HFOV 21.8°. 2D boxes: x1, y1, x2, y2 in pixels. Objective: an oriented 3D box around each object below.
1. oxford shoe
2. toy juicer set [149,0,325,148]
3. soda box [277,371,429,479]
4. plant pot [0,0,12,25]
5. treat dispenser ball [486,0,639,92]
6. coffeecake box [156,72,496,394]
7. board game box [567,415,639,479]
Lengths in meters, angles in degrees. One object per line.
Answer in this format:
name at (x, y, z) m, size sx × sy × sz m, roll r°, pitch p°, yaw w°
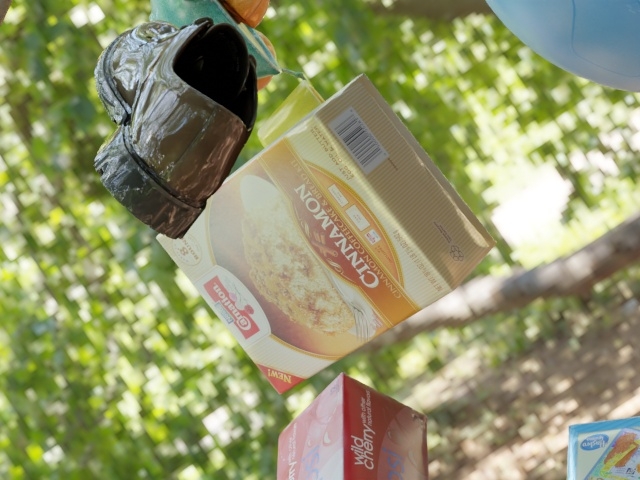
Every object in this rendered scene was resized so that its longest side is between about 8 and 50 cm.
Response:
oxford shoe at (-0.072, -0.085, 0.947) m, size 0.096 × 0.083 × 0.227 m, roll -49°, pitch 25°, yaw 13°
toy juicer set at (-0.096, -0.201, 1.324) m, size 0.089 × 0.209 × 0.329 m, roll -39°, pitch -43°, yaw 7°
soda box at (0.023, 0.225, 1.179) m, size 0.092 × 0.083 × 0.263 m, roll -46°, pitch 27°, yaw 32°
plant pot at (-0.201, -0.088, 0.624) m, size 0.167 × 0.167 × 0.165 m, roll -35°, pitch -4°, yaw -21°
treat dispenser ball at (0.228, -0.240, 1.085) m, size 0.288 × 0.288 × 0.288 m, roll -34°, pitch 2°, yaw 1°
coffeecake box at (0.000, 0.000, 1.107) m, size 0.185 × 0.142 × 0.068 m, roll -35°, pitch 5°, yaw 43°
board game box at (0.172, 0.118, 0.671) m, size 0.154 × 0.026 × 0.103 m, roll -11°, pitch 59°, yaw 34°
